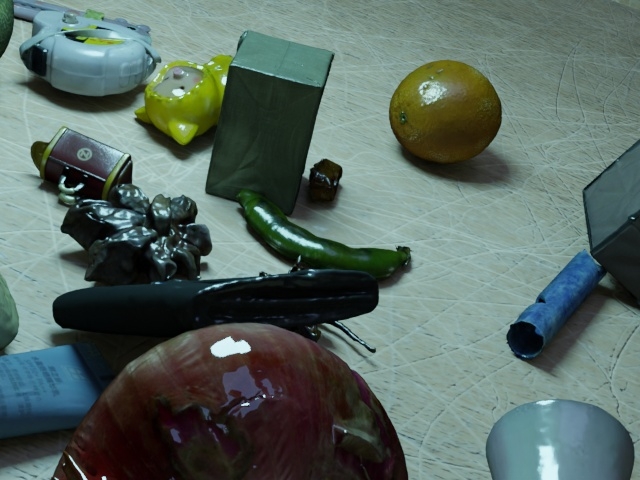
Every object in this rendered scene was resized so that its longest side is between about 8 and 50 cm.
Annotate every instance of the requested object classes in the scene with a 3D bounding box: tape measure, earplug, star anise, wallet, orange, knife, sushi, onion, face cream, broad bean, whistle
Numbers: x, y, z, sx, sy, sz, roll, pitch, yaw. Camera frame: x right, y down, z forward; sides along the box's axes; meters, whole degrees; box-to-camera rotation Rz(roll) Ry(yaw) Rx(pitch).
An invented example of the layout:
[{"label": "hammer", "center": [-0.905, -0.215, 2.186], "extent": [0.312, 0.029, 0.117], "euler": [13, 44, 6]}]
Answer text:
[{"label": "tape measure", "center": [-0.400, -0.317, 1.933], "extent": [0.236, 0.120, 0.197], "euler": [11, 26, 0]}, {"label": "earplug", "center": [0.259, 0.334, 1.201], "extent": [0.172, 0.172, 0.301], "euler": [16, 37, -1]}, {"label": "star anise", "center": [-0.248, -0.016, 1.559], "extent": [0.214, 0.099, 0.220], "euler": [14, 30, -23]}, {"label": "wallet", "center": [-0.135, 0.071, 1.289], "extent": [0.228, 0.062, 0.406], "euler": [-5, 0, -33]}, {"label": "orange", "center": [0.224, -0.232, 2.035], "extent": [0.206, 0.206, 0.206], "euler": [12, 32, -8]}, {"label": "knife", "center": [-0.516, -0.436, 2.145], "extent": [0.399, 0.038, 0.132], "euler": [13, 29, -5]}, {"label": "sushi", "center": [0.005, -0.101, 1.852], "extent": [0.055, 0.052, 0.120], "euler": [17, 31, 1]}, {"label": "onion", "center": [-0.085, 0.243, 1.003], "extent": [0.354, 0.353, 0.353], "euler": [12, 32, -8]}, {"label": "face cream", "center": [-0.388, 0.176, 1.207], "extent": [0.385, 0.086, 0.135], "euler": [-5, 40, -40]}, {"label": "broad bean", "center": [0.000, 0.000, 1.703], "extent": [0.292, 0.049, 0.144], "euler": [18, 25, -2]}, {"label": "star anise", "center": [-0.008, 0.101, 1.523], "extent": [0.191, 0.070, 0.097], "euler": [31, 61, 19]}, {"label": "whistle", "center": [0.367, 0.091, 1.716], "extent": [0.062, 0.062, 0.304], "euler": [29, 33, 19]}]

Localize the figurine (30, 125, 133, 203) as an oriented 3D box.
[{"label": "figurine", "center": [-0.365, -0.099, 1.667], "extent": [0.154, 0.082, 0.098], "euler": [22, 51, 8]}]

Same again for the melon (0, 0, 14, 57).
[{"label": "melon", "center": [-0.628, -0.384, 1.818], "extent": [0.237, 0.237, 0.302], "euler": [-11, 40, -37]}]

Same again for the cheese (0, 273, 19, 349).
[{"label": "cheese", "center": [-0.455, 0.017, 1.281], "extent": [0.251, 0.248, 0.173], "euler": [14, 32, -18]}]

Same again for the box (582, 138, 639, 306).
[{"label": "box", "center": [0.547, -0.039, 1.852], "extent": [0.153, 0.188, 0.252], "euler": [39, 31, -12]}]

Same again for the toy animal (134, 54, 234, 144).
[{"label": "toy animal", "center": [-0.193, -0.242, 1.912], "extent": [0.230, 0.156, 0.156], "euler": [-24, 49, -34]}]

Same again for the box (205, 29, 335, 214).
[{"label": "box", "center": [-0.084, -0.188, 1.775], "extent": [0.155, 0.231, 0.149], "euler": [16, 32, -1]}]
